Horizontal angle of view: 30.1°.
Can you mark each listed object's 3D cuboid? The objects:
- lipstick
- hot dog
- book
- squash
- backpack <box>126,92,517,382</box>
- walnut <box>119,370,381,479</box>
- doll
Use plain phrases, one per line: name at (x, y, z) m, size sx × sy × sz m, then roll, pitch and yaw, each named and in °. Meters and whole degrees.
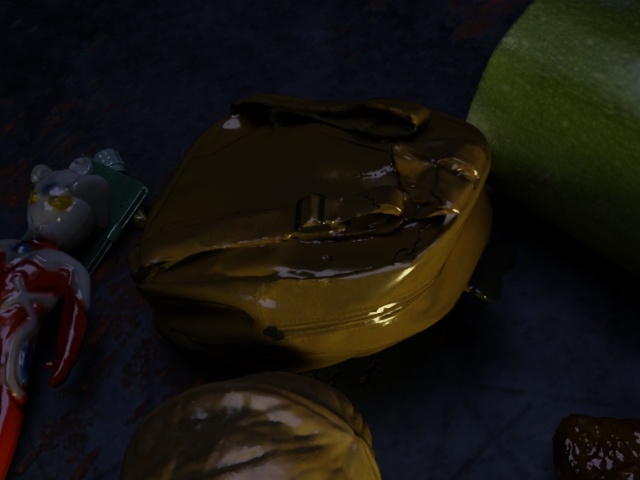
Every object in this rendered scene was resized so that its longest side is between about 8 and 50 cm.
lipstick at (-0.232, -0.057, 1.394) m, size 0.037 × 0.037 × 0.116 m, roll -24°, pitch 57°, yaw -13°
hot dog at (0.286, 0.204, 1.103) m, size 0.147 × 0.065 × 0.099 m, roll 3°, pitch 50°, yaw -5°
book at (-0.270, -0.025, 1.360) m, size 0.103 × 0.017 × 0.135 m, roll 26°, pitch 73°, yaw 22°
squash at (0.370, -0.085, 1.204) m, size 0.384 × 0.263 × 0.263 m, roll 36°, pitch 63°, yaw 29°
backpack at (-0.003, -0.003, 1.202) m, size 0.378 × 0.201 × 0.353 m, roll 4°, pitch 49°, yaw 33°
walnut at (-0.056, 0.214, 1.034) m, size 0.228 × 0.228 × 0.228 m, roll -3°, pitch 51°, yaw 4°
doll at (-0.322, 0.076, 1.239) m, size 0.188 × 0.099 × 0.384 m, roll 13°, pitch 63°, yaw 17°
